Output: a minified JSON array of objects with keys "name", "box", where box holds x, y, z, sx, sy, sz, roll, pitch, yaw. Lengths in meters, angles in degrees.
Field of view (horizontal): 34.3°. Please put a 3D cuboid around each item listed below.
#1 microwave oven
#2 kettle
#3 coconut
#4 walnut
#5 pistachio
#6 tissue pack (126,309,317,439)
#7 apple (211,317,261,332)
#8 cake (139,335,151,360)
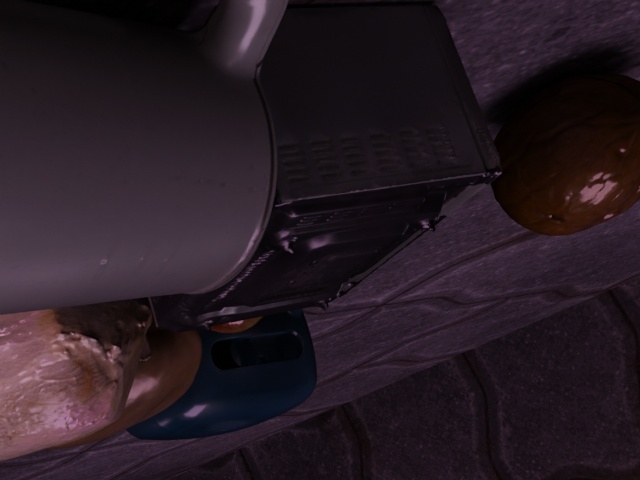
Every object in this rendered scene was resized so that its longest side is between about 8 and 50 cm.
[{"name":"microwave oven","box":[-0.025,-0.047,0.898,0.237,0.181,0.295,-10,163,-31]},{"name":"kettle","box":[-0.194,-0.079,0.638,0.205,0.265,0.318,15,-169,42]},{"name":"coconut","box":[-0.282,0.093,1.017,0.230,0.227,0.227,-23,165,2]},{"name":"walnut","box":[0.279,-0.095,1.127,0.167,0.167,0.207,-4,157,-42]},{"name":"pistachio","box":[-0.279,0.159,1.256,0.293,0.162,0.181,-26,126,15]},{"name":"tissue pack","box":[-0.143,0.175,1.496,0.287,0.198,0.206,-1,159,-41]},{"name":"apple","box":[-0.112,0.048,1.228,0.126,0.126,0.102,-20,-177,7]},{"name":"cake","box":[-0.229,0.080,1.148,0.052,0.121,0.065,-18,157,-27]}]
